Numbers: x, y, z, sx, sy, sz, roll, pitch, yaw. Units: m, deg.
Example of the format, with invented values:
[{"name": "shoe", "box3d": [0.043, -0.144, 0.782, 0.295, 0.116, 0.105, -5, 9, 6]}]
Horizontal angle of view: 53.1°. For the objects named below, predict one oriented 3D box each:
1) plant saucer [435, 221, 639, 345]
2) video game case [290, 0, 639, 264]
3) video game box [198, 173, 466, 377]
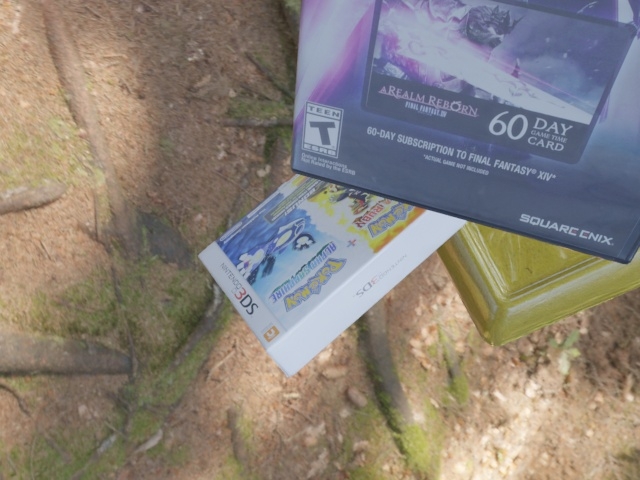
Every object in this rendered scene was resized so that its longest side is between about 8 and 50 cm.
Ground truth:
[{"name": "plant saucer", "box3d": [0.245, -0.083, 0.675, 0.333, 0.081, 0.332, -29, 88, 22]}, {"name": "video game case", "box3d": [0.088, -0.118, 0.273, 0.274, 0.196, 0.026, 96, 15, -44]}, {"name": "video game box", "box3d": [0.000, 0.000, 0.599, 0.205, 0.187, 0.048, -41, 129, -6]}]
